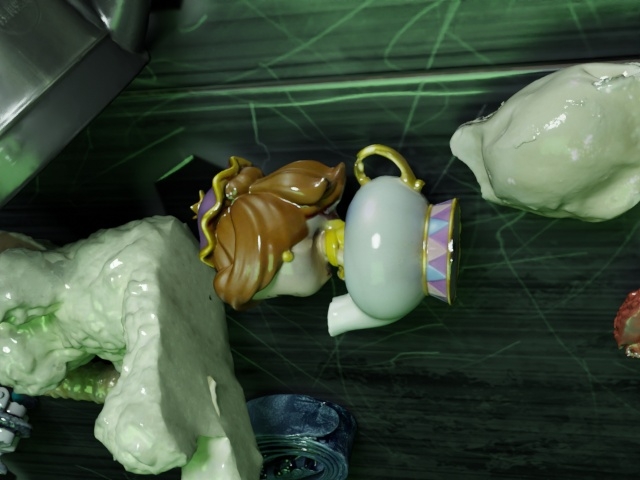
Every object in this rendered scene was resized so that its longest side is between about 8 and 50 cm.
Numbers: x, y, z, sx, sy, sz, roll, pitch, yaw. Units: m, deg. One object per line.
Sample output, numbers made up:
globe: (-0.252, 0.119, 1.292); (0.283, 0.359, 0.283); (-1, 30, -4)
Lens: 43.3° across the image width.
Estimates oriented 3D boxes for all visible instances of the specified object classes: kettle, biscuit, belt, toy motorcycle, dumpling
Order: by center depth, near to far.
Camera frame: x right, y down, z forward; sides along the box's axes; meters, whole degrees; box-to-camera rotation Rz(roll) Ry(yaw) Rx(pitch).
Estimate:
kettle: (-0.302, -0.217, 0.643); (0.321, 0.228, 0.324); (-39, 109, 17)
dumpling: (0.207, -0.075, 0.673); (0.199, 0.118, 0.136); (-7, 125, 40)
belt: (-0.042, 0.269, 1.045); (0.190, 0.082, 0.141); (-20, 126, 30)
biscuit: (-0.331, 0.186, 1.075); (0.219, 0.055, 0.061); (7, 140, 10)
toy motorcycle: (-0.506, 0.249, 1.130); (0.171, 0.110, 0.260); (29, 151, -27)

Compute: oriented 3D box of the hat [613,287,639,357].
hat: (0.397, 0.039, 0.714); (0.286, 0.107, 0.236); (-27, 101, 26)

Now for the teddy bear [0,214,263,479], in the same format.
teddy bear: (-0.277, 0.132, 0.854); (0.362, 0.375, 0.327); (-21, 142, 13)

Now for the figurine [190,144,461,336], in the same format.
figurine: (0.000, 0.000, 0.778); (0.264, 0.142, 0.189); (4, 98, 14)
